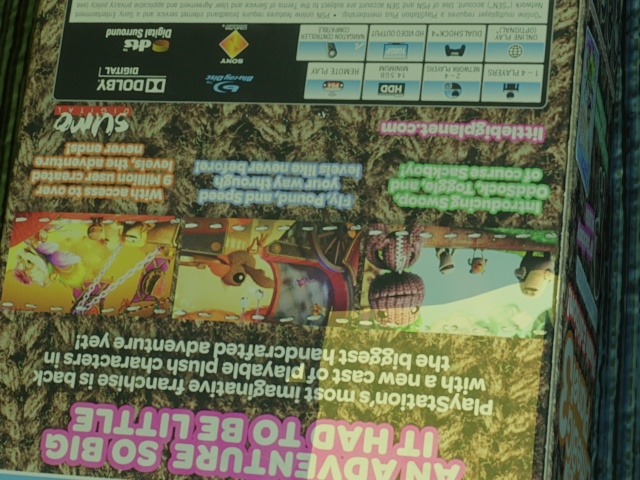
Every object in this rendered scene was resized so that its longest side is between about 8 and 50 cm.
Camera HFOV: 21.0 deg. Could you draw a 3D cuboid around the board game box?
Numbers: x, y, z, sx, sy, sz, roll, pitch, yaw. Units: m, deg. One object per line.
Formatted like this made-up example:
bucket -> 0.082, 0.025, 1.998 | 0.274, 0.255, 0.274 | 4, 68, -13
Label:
board game box -> 0.000, 0.000, 0.733 | 0.232, 0.141, 0.291 | 3, 75, 16
